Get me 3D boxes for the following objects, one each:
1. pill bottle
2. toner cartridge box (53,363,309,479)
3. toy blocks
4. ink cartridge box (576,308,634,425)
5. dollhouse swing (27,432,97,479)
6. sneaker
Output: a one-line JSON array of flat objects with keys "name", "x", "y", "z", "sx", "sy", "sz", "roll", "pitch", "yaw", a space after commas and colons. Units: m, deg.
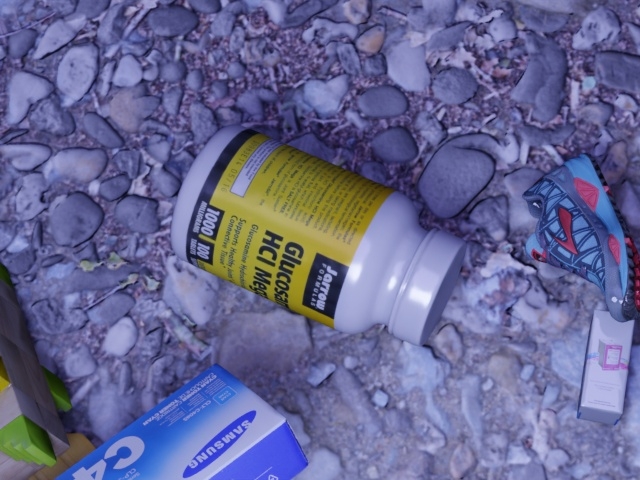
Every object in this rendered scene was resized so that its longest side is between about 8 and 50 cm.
[{"name": "pill bottle", "x": 0.000, "y": 0.000, "z": 1.675, "sx": 0.334, "sy": 0.188, "sz": 0.188, "roll": 23, "pitch": 77, "yaw": 13}, {"name": "toner cartridge box", "x": -0.199, "y": 0.283, "z": 1.445, "sx": 0.348, "sy": 0.075, "sz": 0.165, "roll": -36, "pitch": 34, "yaw": -18}, {"name": "toy blocks", "x": -0.470, "y": 0.203, "z": 1.652, "sx": 0.261, "sy": 0.191, "sz": 0.381, "roll": -36, "pitch": 47, "yaw": 5}, {"name": "ink cartridge box", "x": 0.344, "y": 0.153, "z": 1.642, "sx": 0.052, "sy": 0.088, "sz": 0.122, "roll": 10, "pitch": 74, "yaw": 10}, {"name": "dollhouse swing", "x": -0.292, "y": 0.367, "z": 1.512, "sx": 0.347, "sy": 0.315, "sz": 0.305, "roll": -39, "pitch": 83, "yaw": -23}, {"name": "sneaker", "x": 0.318, "y": 0.013, "z": 1.664, "sx": 0.125, "sy": 0.104, "sz": 0.262, "roll": -24, "pitch": 41, "yaw": 11}]
